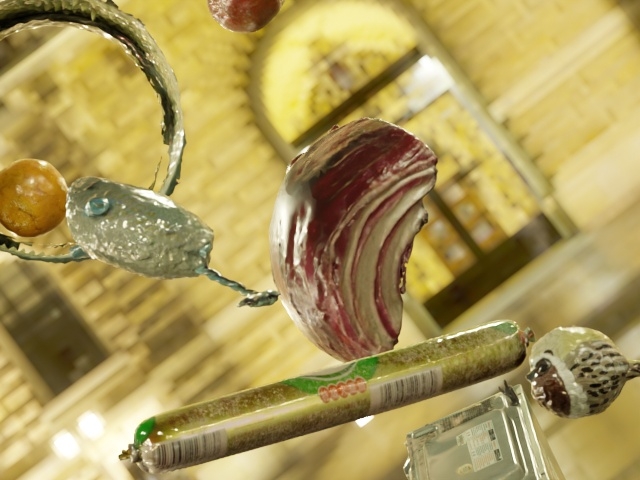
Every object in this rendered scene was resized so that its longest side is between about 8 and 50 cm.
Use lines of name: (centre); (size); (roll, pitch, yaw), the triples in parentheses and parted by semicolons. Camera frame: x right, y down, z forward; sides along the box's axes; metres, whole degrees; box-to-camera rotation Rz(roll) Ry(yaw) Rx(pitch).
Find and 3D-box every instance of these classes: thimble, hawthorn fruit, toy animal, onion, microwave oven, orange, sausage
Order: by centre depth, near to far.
sausage: (0.011, 0.083, 1.044); (0.269, 0.033, 0.033); (-13, -15, -31)
hawthorn fruit: (-0.061, -0.203, 1.489); (0.067, 0.067, 0.103); (-37, -21, -5)
toy animal: (-0.113, 0.012, 1.524); (0.079, 0.253, 0.070); (-29, -48, -35)
microwave oven: (0.172, 0.269, 1.868); (0.145, 0.194, 0.240); (-27, 16, 8)
thimble: (-0.269, -0.107, 1.947); (0.271, 0.271, 0.150); (-37, 3, -6)
orange: (-0.296, -0.043, 1.977); (0.083, 0.083, 0.070); (-39, 11, 31)
toy animal: (0.282, 0.145, 2.018); (0.098, 0.137, 0.098); (12, -90, -80)
onion: (0.000, 0.000, 2.406); (0.146, 0.314, 0.280); (-1, 11, -37)
